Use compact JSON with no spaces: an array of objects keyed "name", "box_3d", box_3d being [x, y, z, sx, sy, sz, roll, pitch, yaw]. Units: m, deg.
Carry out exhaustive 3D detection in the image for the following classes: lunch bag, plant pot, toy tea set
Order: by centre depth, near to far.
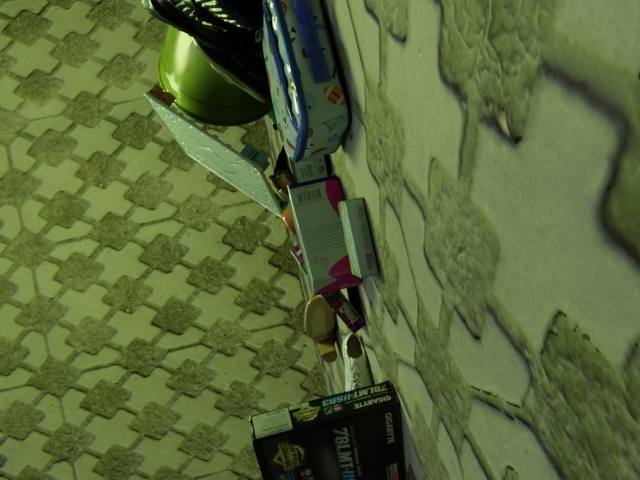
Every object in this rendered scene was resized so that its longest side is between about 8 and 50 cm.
[{"name":"lunch bag","box_3d":[-0.037,-0.312,1.216,0.243,0.115,0.303,111,145,-76]},{"name":"toy tea set","box_3d":[-0.021,-0.104,1.700,0.200,0.124,0.336,42,-163,-42]},{"name":"plant pot","box_3d":[-0.252,-0.555,1.787,0.353,0.367,0.366,114,144,-64]}]

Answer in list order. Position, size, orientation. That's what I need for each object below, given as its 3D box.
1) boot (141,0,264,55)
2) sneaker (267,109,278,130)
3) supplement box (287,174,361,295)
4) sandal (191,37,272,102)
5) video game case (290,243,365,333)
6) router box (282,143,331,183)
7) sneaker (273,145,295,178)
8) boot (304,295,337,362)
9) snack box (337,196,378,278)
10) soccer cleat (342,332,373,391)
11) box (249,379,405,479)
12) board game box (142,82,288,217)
[{"name":"boot","box_3d":[-0.170,-0.479,1.403,0.260,0.348,0.131,9,94,41]},{"name":"sneaker","box_3d":[-0.137,-0.429,2.078,0.223,0.083,0.098,94,168,-73]},{"name":"supplement box","box_3d":[0.009,-0.009,1.421,0.114,0.111,0.220,90,166,-67]},{"name":"sandal","box_3d":[-0.217,-0.430,1.613,0.303,0.086,0.120,42,-119,-43]},{"name":"video game case","box_3d":[0.013,0.108,1.605,0.210,0.042,0.232,53,178,-9]},{"name":"router box","box_3d":[-0.058,-0.305,1.567,0.243,0.081,0.308,-121,19,-73]},{"name":"sneaker","box_3d":[-0.081,-0.167,1.925,0.130,0.087,0.227,-61,-29,-55]},{"name":"boot","box_3d":[-0.013,0.248,2.249,0.211,0.104,0.295,-111,6,-53]},{"name":"snack box","box_3d":[0.067,-0.006,1.231,0.100,0.037,0.141,-170,67,-82]},{"name":"soccer cleat","box_3d":[0.089,0.317,1.618,0.076,0.068,0.196,95,165,-62]},{"name":"box","box_3d":[0.023,0.441,1.383,0.073,0.293,0.295,-108,8,-53]},{"name":"board game box","box_3d":[-0.274,-0.241,1.869,0.390,0.050,0.390,33,170,14]}]
